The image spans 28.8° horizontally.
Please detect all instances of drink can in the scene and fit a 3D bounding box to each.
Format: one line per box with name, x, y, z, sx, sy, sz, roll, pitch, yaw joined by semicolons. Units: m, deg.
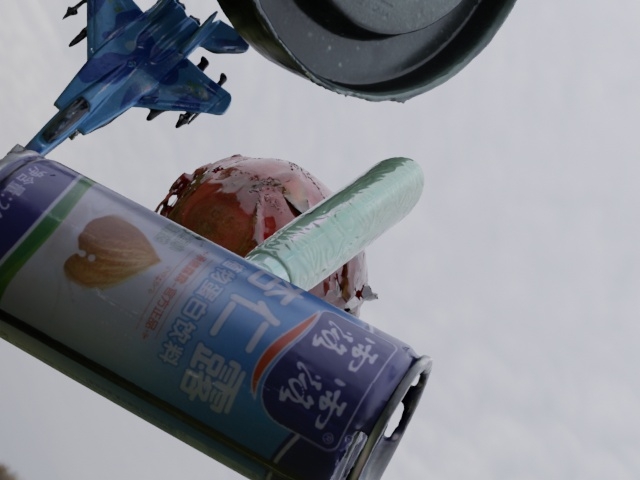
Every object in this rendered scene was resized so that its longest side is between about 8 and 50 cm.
drink can;-0.069;0.045;0.614;0.235;0.097;0.097;27;-34;14

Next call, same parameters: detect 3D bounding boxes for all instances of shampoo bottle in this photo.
shampoo bottle;0.000;0.000;0.756;0.069;0.190;0.041;-35;-90;36

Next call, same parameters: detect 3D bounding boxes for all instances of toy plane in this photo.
toy plane;-0.179;-0.134;1.074;0.169;0.246;0.078;45;-13;-5

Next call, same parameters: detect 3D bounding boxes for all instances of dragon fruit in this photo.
dragon fruit;-0.082;0.033;1.710;0.302;0.295;0.296;50;-26;32

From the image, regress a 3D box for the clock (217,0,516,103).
clock;0.054;-0.311;1.062;0.076;0.386;0.386;21;-46;43
